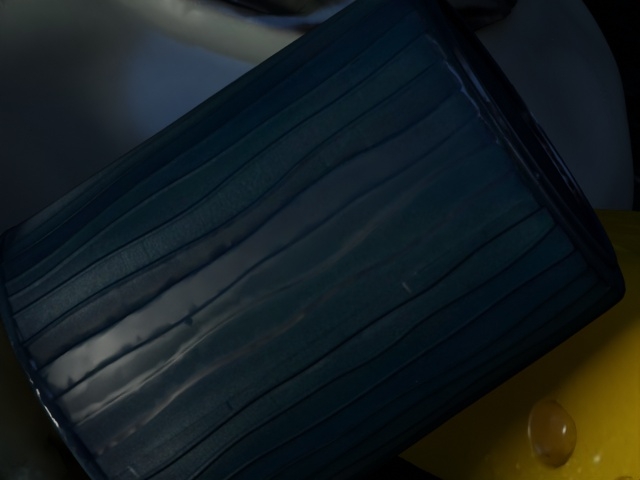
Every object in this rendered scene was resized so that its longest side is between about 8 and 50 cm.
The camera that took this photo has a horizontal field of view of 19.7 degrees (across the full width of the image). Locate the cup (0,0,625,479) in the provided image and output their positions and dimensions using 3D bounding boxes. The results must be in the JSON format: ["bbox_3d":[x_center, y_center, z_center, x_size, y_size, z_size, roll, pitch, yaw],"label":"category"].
[{"bbox_3d":[-0.005,-0.004,0.521,0.113,0.138,0.150,45,16,-43],"label":"cup"}]

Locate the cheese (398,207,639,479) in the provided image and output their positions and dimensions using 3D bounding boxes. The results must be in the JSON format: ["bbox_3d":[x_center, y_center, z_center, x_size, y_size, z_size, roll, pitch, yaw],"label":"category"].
[{"bbox_3d":[0.105,0.044,0.561,0.126,0.093,0.171,6,6,-18],"label":"cheese"}]

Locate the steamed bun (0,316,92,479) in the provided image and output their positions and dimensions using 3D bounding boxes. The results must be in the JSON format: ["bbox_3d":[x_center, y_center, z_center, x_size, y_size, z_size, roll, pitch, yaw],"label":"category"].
[{"bbox_3d":[-0.177,0.038,0.487,0.295,0.137,0.292,-11,45,-30],"label":"steamed bun"}]

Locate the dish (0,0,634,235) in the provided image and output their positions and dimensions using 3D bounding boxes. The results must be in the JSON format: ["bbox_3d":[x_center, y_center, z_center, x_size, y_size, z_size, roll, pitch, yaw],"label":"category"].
[{"bbox_3d":[-0.017,-0.091,0.718,0.324,0.124,0.324,11,37,-9],"label":"dish"}]
